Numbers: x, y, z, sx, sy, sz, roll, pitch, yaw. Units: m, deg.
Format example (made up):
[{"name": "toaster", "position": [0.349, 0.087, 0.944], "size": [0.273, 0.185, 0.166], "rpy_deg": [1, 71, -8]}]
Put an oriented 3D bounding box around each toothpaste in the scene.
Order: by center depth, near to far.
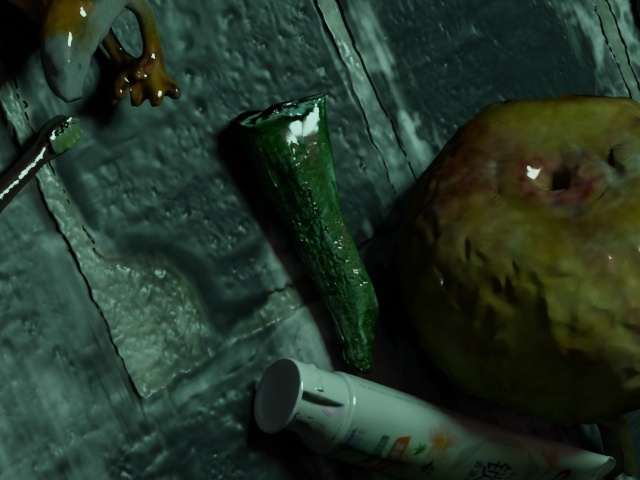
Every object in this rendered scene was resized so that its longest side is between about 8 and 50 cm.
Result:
[{"name": "toothpaste", "position": [0.092, 0.165, 1.554], "size": [0.323, 0.100, 0.066], "rpy_deg": [21, 34, -33]}]

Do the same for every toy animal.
[{"name": "toy animal", "position": [-0.186, -0.242, 1.419], "size": [0.302, 0.225, 0.284], "rpy_deg": [66, 26, -23]}]

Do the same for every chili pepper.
[{"name": "chili pepper", "position": [0.000, 0.000, 1.536], "size": [0.088, 0.059, 0.227], "rpy_deg": [-23, 98, -38]}]

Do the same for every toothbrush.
[{"name": "toothbrush", "position": [-0.269, 0.029, 1.298], "size": [0.041, 0.041, 0.364], "rpy_deg": [53, 51, -17]}]

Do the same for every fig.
[{"name": "fig", "position": [0.209, 0.075, 1.619], "size": [0.286, 0.286, 0.369], "rpy_deg": [-48, 141, -38]}]

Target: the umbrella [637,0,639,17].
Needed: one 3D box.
[{"name": "umbrella", "position": [0.453, -0.253, 1.963], "size": [0.357, 0.106, 0.113], "rpy_deg": [-11, 82, -43]}]
